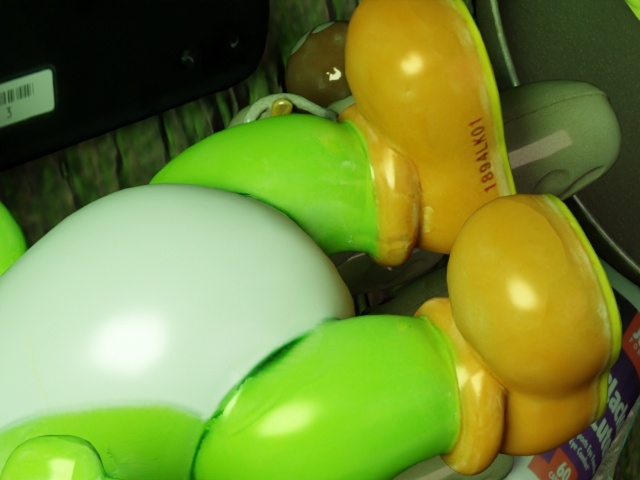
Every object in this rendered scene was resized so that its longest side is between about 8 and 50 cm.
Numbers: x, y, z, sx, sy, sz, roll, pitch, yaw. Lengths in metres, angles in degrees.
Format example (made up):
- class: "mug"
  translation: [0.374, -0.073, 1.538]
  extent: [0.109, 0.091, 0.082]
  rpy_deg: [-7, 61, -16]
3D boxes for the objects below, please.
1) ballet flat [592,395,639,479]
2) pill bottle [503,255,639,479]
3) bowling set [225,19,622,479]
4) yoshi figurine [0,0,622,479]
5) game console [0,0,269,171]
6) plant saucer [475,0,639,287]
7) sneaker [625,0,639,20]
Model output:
- class: "ballet flat"
  translation: [0.148, 0.138, 1.162]
  extent: [0.052, 0.057, 0.168]
  rpy_deg: [23, 75, -22]
- class: "pill bottle"
  translation: [0.120, 0.066, 1.053]
  extent: [0.193, 0.108, 0.108]
  rpy_deg: [-55, 135, -27]
- class: "bowling set"
  translation: [0.000, 0.000, 0.881]
  extent: [0.154, 0.200, 0.287]
  rpy_deg: [-18, 140, -25]
- class: "yoshi figurine"
  translation: [-0.103, 0.025, 0.611]
  extent: [0.362, 0.203, 0.203]
  rpy_deg: [-19, 94, -5]
- class: "game console"
  translation: [-0.162, -0.179, 0.706]
  extent: [0.386, 0.060, 0.342]
  rpy_deg: [-25, 123, -45]
- class: "plant saucer"
  translation: [0.190, -0.093, 1.067]
  extent: [0.310, 0.050, 0.311]
  rpy_deg: [18, 59, -34]
- class: "sneaker"
  translation: [0.152, -0.194, 0.994]
  extent: [0.295, 0.109, 0.123]
  rpy_deg: [52, 18, -6]
